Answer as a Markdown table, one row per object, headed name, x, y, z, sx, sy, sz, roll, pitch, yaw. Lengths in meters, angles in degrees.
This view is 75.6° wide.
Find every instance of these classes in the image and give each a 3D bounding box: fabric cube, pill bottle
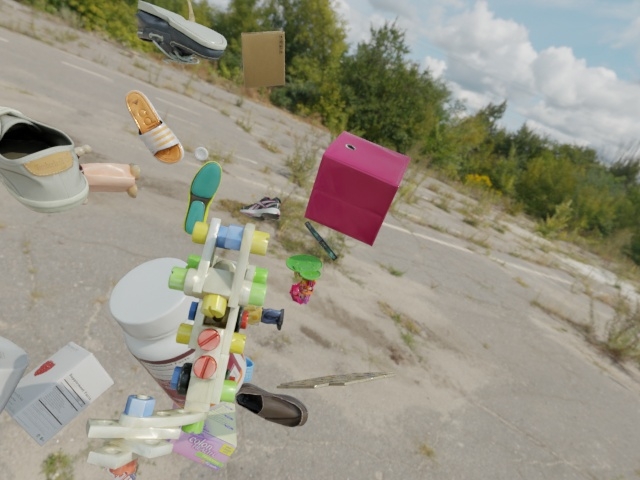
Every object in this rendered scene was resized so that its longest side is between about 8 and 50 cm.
| name | x | y | z | sx | sy | sz | roll | pitch | yaw |
| --- | --- | --- | --- | --- | --- | --- | --- | --- | --- |
| fabric cube | 0.129 | -0.185 | 1.425 | 0.258 | 0.259 | 0.254 | 24 | 37 | 7 |
| pill bottle | -0.382 | -0.282 | 1.330 | 0.043 | 0.043 | 0.083 | 19 | 12 | -16 |
| pill bottle | -0.342 | 0.243 | 1.031 | 0.224 | 0.392 | 0.224 | -6 | 43 | 6 |

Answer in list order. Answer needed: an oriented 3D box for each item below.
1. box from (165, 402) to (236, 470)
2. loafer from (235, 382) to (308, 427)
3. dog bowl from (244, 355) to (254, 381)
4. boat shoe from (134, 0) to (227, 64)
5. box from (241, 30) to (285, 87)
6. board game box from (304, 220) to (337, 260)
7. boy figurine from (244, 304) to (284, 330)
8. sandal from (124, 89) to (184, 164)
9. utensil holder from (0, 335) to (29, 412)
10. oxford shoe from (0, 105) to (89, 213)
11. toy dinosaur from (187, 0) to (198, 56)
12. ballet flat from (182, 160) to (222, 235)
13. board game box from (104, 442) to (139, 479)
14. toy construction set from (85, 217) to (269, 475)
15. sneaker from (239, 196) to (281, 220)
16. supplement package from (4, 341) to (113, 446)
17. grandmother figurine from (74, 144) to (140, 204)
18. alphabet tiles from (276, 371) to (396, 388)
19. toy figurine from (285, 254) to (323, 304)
| name | x | y | z | sx | sy | sz | roll | pitch | yaw |
| --- | --- | --- | --- | --- | --- | --- | --- | --- | --- |
| box | -0.430 | 0.673 | 1.512 | 0.213 | 0.117 | 0.243 | 36 | 3 | -19 |
| loafer | -0.237 | 0.771 | 1.890 | 0.366 | 0.133 | 0.130 | 12 | -2 | 12 |
| dog bowl | -0.461 | 0.611 | 2.030 | 0.297 | 0.074 | 0.166 | 20 | 4 | -31 |
| boat shoe | -0.267 | -0.373 | 0.765 | 0.254 | 0.079 | 0.095 | 35 | 27 | 26 |
| box | -0.217 | -0.691 | 1.581 | 0.164 | 0.201 | 0.021 | -12 | 46 | -16 |
| board game box | 0.000 | 0.000 | 1.773 | 0.126 | 0.026 | 0.186 | 51 | 0 | -33 |
| boy figurine | -0.311 | 0.338 | 1.905 | 0.285 | 0.177 | 0.092 | 11 | 46 | -13 |
| sandal | -0.553 | -0.362 | 1.339 | 0.265 | 0.102 | 0.076 | 57 | 1 | -13 |
| utensil holder | -1.055 | 0.453 | 1.112 | 0.328 | 0.385 | 0.327 | 26 | -9 | 5 |
| oxford shoe | -0.627 | -0.208 | 0.813 | 0.449 | 0.130 | 0.169 | 30 | 43 | 20 |
| toy dinosaur | -0.352 | -0.582 | 1.139 | 0.053 | 0.183 | 0.092 | 18 | 19 | 14 |
| ballet flat | -0.355 | -0.128 | 1.222 | 0.077 | 0.231 | 0.077 | 17 | 9 | -21 |
| board game box | -0.727 | 0.806 | 1.498 | 0.146 | 0.045 | 0.193 | 52 | -21 | -2 |
| toy construction set | -0.160 | 0.139 | 0.553 | 0.151 | 0.327 | 0.215 | 26 | -14 | -6 |
| sneaker | -0.200 | -0.114 | 1.433 | 0.178 | 0.077 | 0.072 | 4 | -21 | 34 |
| supplement package | -0.967 | 0.550 | 1.517 | 0.178 | 0.175 | 0.293 | 8 | 38 | 35 |
| grandmother figurine | -0.748 | -0.198 | 1.282 | 0.104 | 0.207 | 0.342 | 29 | 26 | 36 |
| alphabet tiles | 0.051 | 0.428 | 1.268 | 0.343 | 0.011 | 0.285 | 8 | -20 | -43 |
| toy figurine | -0.056 | 0.158 | 1.449 | 0.130 | 0.159 | 0.173 | -4 | 27 | -20 |
